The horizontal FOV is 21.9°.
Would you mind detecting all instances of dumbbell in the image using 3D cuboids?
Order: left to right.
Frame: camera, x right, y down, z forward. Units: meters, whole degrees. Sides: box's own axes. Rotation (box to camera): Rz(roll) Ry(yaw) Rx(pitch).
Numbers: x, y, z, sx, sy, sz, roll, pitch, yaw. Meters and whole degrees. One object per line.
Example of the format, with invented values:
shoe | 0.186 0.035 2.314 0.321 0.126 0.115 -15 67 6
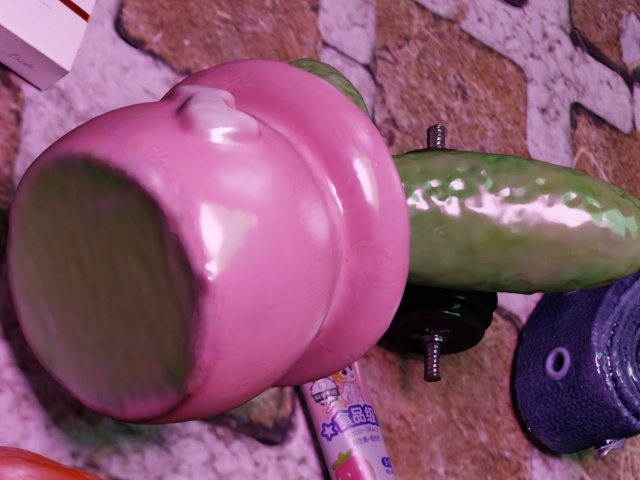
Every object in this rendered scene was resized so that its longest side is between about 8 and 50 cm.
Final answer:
dumbbell | 0.085 0.007 1.240 0.099 0.099 0.208 24 57 -36

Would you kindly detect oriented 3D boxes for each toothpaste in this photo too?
toothpaste | 0.017 0.122 1.165 0.067 0.043 0.194 -5 70 -41

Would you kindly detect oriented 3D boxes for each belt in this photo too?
belt | 0.254 0.079 1.353 0.122 0.128 0.218 55 42 -11

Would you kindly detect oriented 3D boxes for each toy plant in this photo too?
toy plant | -0.003 -0.003 1.046 0.356 0.317 0.210 -12 121 -53

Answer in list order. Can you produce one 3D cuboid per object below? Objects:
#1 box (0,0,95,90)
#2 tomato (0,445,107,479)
box | -0.186 -0.185 1.098 0.084 0.040 0.154 37 50 -31
tomato | -0.162 0.209 0.835 0.232 0.188 0.232 23 54 -37
